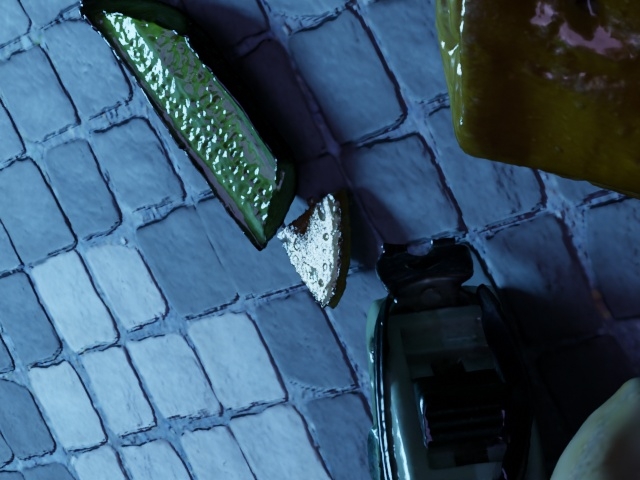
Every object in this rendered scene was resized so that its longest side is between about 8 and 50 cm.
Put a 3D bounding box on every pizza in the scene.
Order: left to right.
[{"bbox_3d":[0.001,0.000,1.338,0.078,0.025,0.083,23,112,54],"label":"pizza"}]

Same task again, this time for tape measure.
[{"bbox_3d":[0.080,0.148,1.212,0.115,0.207,0.235,-6,117,-1],"label":"tape measure"}]

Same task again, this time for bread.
[{"bbox_3d":[0.156,-0.115,0.984,0.210,0.099,0.235,16,141,10],"label":"bread"}]

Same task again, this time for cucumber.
[{"bbox_3d":[-0.080,-0.102,1.342,0.220,0.046,0.070,52,138,5],"label":"cucumber"}]

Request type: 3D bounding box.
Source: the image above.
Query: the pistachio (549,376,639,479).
[{"bbox_3d":[0.240,0.222,1.098,0.230,0.230,0.309,-15,106,49],"label":"pistachio"}]
